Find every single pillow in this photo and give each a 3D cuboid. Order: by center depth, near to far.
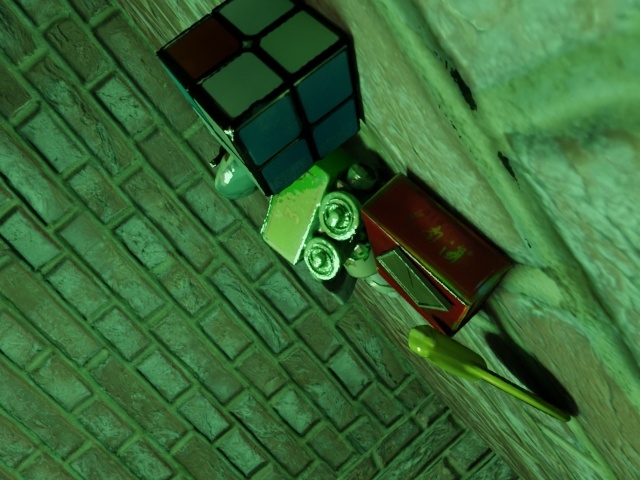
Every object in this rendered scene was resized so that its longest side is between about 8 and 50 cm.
[{"bbox_3d":[-0.105,-0.158,0.831,0.086,0.233,0.214,53,166,6],"label":"pillow"}]

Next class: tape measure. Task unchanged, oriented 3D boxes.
[{"bbox_3d":[0.133,0.060,1.080,0.178,0.105,0.196,53,175,-26],"label":"tape measure"}]

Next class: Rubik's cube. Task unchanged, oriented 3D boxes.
[{"bbox_3d":[-0.071,-0.198,0.555,0.180,0.183,0.167,50,174,23],"label":"Rubik's cube"}]

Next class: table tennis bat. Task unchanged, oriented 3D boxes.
[{"bbox_3d":[0.298,0.244,0.756,0.369,0.054,0.224,32,174,-26],"label":"table tennis bat"}]

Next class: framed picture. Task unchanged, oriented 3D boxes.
[{"bbox_3d":[0.132,0.059,0.616,0.109,0.011,0.149,47,174,3],"label":"framed picture"}]

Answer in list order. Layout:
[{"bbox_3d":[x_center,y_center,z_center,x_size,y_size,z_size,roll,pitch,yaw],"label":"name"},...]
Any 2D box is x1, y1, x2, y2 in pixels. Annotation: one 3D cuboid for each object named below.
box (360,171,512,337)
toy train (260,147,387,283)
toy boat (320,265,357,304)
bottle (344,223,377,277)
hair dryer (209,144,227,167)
[{"bbox_3d":[0.177,0.046,0.683,0.197,0.089,0.313,45,173,23],"label":"box"},{"bbox_3d":[0.008,-0.047,0.737,0.188,0.132,0.243,39,130,18],"label":"toy train"},{"bbox_3d":[0.015,0.017,1.198,0.293,0.111,0.276,63,-164,-12],"label":"toy boat"},{"bbox_3d":[0.055,-0.049,0.870,0.253,0.120,0.120,59,172,-22],"label":"bottle"},{"bbox_3d":[-0.147,-0.209,0.914,0.078,0.248,0.195,-18,116,47],"label":"hair dryer"}]
